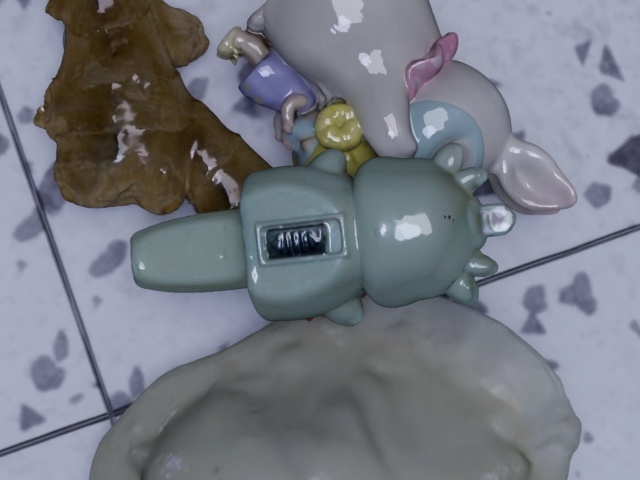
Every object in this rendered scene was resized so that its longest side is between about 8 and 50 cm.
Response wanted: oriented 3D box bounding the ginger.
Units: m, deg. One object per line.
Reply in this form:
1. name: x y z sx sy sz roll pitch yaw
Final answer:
1. ginger: -0.136 -0.118 1.077 0.148 0.081 0.333 -24 90 -8

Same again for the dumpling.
1. dumpling: 0.017 0.137 1.012 0.318 0.187 0.242 17 82 1

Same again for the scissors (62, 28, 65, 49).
1. scissors: -0.169 -0.181 1.118 0.058 0.014 0.119 -20 89 -10

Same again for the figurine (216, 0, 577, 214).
1. figurine: 0.055 -0.083 1.076 0.155 0.127 0.235 -37 88 -19

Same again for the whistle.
1. whistle: 0.000 0.001 1.004 0.253 0.105 0.101 -8 59 12
